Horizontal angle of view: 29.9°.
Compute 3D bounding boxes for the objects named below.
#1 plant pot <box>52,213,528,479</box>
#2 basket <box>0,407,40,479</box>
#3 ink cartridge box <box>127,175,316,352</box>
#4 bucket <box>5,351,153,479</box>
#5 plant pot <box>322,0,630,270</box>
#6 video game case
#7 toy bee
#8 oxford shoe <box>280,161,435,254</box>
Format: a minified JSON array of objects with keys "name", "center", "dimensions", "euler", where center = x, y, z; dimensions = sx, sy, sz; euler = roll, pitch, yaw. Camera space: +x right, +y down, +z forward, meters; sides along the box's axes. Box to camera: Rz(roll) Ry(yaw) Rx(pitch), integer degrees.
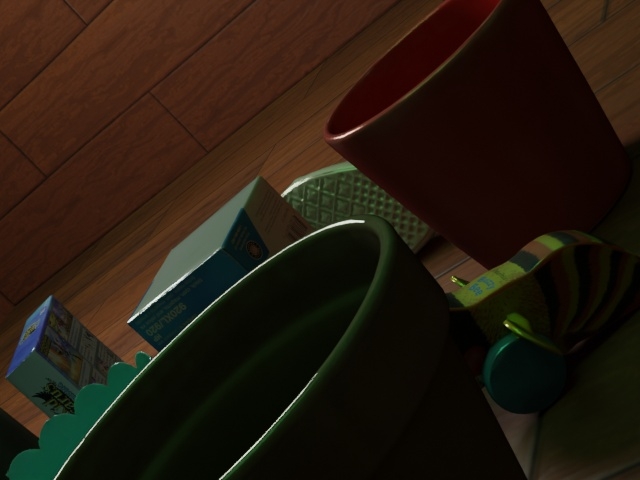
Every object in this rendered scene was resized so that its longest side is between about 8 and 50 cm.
[{"name":"plant pot","center":[0.013,0.190,0.787],"dimensions":[0.323,0.280,0.323],"euler":[-41,15,13]},{"name":"basket","center":[-0.395,0.335,1.577],"dimensions":[0.154,0.227,0.204],"euler":[-42,15,4]},{"name":"ink cartridge box","center":[-0.063,0.087,1.378],"dimensions":[0.168,0.232,0.171],"euler":[-38,16,29]},{"name":"bucket","center":[-0.232,0.286,1.368],"dimensions":[0.281,0.183,0.281],"euler":[-39,15,12]},{"name":"plant pot","center":[0.180,-0.113,1.273],"dimensions":[0.275,0.243,0.275],"euler":[-41,14,13]},{"name":"video game case","center":[-0.322,0.212,1.692],"dimensions":[0.061,0.244,0.269],"euler":[-43,14,3]},{"name":"toy bee","center":[0.133,0.081,1.018],"dimensions":[0.298,0.162,0.195],"euler":[-49,17,-20]},{"name":"oxford shoe","center":[0.000,0.000,1.639],"dimensions":[0.449,0.169,0.130],"euler":[-31,-1,42]}]
